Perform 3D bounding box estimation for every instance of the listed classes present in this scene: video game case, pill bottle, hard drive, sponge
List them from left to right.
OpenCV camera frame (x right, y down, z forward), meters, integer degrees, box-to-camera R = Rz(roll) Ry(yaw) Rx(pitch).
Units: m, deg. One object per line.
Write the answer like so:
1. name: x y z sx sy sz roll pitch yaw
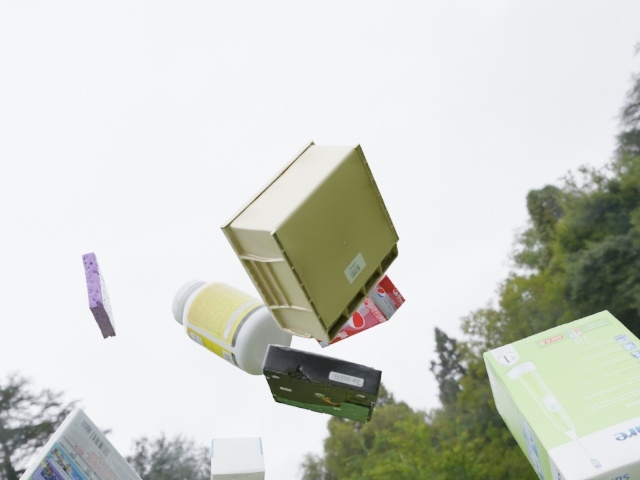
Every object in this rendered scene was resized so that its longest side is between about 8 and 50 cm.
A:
1. video game case: -0.316 0.367 0.948 0.023 0.212 0.193 -30 15 16
2. sponge: -0.456 0.118 1.408 0.031 0.117 0.210 -12 -23 -14
3. pill bottle: -0.250 0.221 1.856 0.188 0.334 0.188 -23 -57 -42
4. hard drive: 0.006 0.316 1.475 0.236 0.064 0.339 12 -24 7

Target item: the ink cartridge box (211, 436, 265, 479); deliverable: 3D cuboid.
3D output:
1. ink cartridge box: -0.146 0.431 1.193 0.089 0.092 0.143 0 -67 -10

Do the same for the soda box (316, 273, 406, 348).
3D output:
1. soda box: 0.080 0.175 1.659 0.263 0.083 0.092 -31 8 47

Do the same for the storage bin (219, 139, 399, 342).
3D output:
1. storage bin: 0.000 0.000 1.217 0.262 0.123 0.260 -48 -53 -33

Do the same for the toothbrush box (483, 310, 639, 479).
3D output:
1. toothbrush box: 0.379 0.242 0.939 0.206 0.283 0.122 -20 -66 -1
